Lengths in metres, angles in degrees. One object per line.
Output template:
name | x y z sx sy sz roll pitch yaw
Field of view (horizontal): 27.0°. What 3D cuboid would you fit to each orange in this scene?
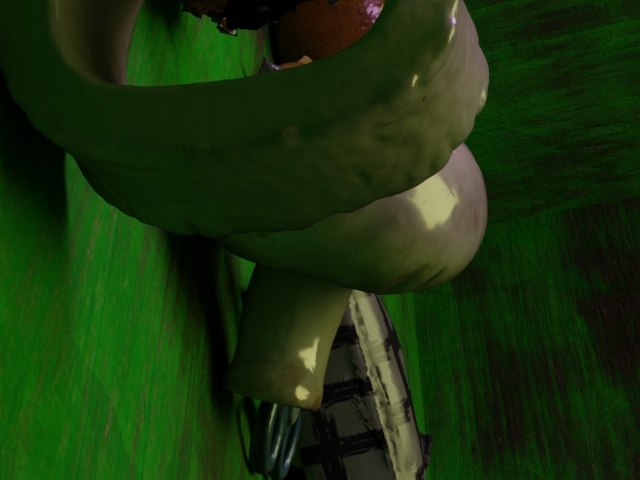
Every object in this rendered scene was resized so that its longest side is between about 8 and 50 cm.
orange | 0.047 -0.326 2.181 0.264 0.264 0.264 -11 90 -82

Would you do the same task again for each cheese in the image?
cheese | -0.051 -0.164 0.934 0.153 0.332 0.292 61 32 -67

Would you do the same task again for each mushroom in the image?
mushroom | 0.000 -0.032 1.333 0.356 0.315 0.315 -59 145 -36

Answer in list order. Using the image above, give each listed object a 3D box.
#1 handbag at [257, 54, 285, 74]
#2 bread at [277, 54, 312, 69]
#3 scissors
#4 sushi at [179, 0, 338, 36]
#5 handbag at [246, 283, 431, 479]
handbag | -0.032 -0.128 1.795 0.270 0.117 0.182 -100 164 -56
bread | -0.033 -0.204 2.008 0.173 0.085 0.134 -74 153 -73
scissors | -0.027 0.120 1.475 0.138 0.041 0.289 47 52 -68
sushi | -0.084 -0.324 1.359 0.348 0.207 0.234 51 19 -75
handbag | 0.036 0.176 1.678 0.327 0.162 0.325 -23 98 -82
